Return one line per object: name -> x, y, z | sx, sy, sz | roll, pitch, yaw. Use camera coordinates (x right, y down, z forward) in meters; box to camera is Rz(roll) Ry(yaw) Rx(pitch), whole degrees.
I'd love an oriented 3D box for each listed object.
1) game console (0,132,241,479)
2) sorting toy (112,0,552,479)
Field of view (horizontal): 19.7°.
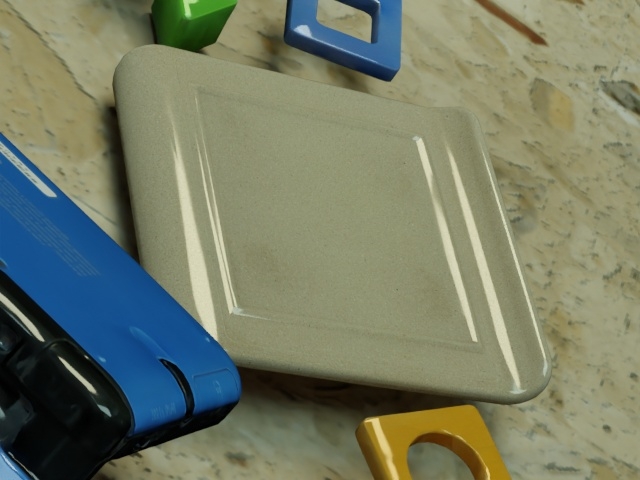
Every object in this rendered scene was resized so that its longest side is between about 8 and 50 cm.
game console -> -0.209, 0.022, 0.660 | 0.293, 0.173, 0.250 | 43, 9, 10
sorting toy -> 0.000, 0.000, 0.875 | 0.196, 0.047, 0.348 | 8, 50, -26
